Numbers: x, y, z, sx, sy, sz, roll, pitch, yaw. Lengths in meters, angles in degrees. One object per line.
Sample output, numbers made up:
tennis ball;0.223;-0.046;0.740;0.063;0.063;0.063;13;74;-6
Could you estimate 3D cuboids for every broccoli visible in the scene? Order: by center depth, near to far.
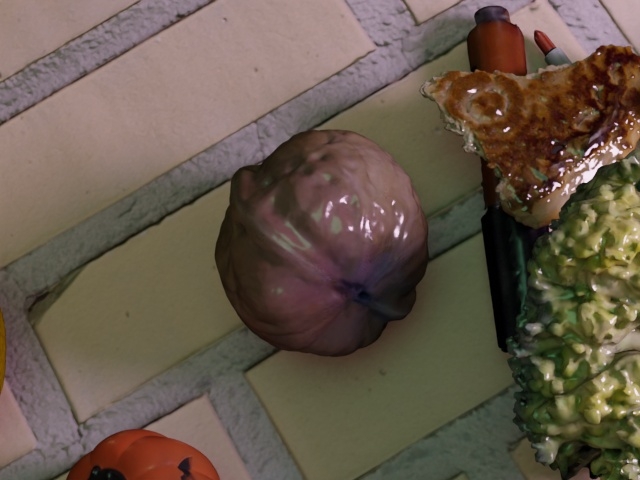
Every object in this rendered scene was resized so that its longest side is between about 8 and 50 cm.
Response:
broccoli;0.350;0.084;1.582;0.280;0.293;0.348;15;104;31

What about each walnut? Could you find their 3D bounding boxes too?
walnut;-0.002;0.000;1.721;0.248;0.248;0.248;-3;71;9

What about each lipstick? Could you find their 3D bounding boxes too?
lipstick;0.216;-0.075;1.788;0.077;0.077;0.419;-7;69;8
lipstick;0.288;-0.198;1.840;0.030;0.030;0.129;-32;69;-1

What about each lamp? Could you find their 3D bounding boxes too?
lamp;-0.186;0.302;1.691;0.187;0.164;0.188;-18;57;29

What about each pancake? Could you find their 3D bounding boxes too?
pancake;0.234;-0.139;1.759;0.244;0.057;0.266;24;61;8

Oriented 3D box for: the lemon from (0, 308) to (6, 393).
lemon;-0.475;0.121;1.758;0.267;0.267;0.267;-3;71;9
